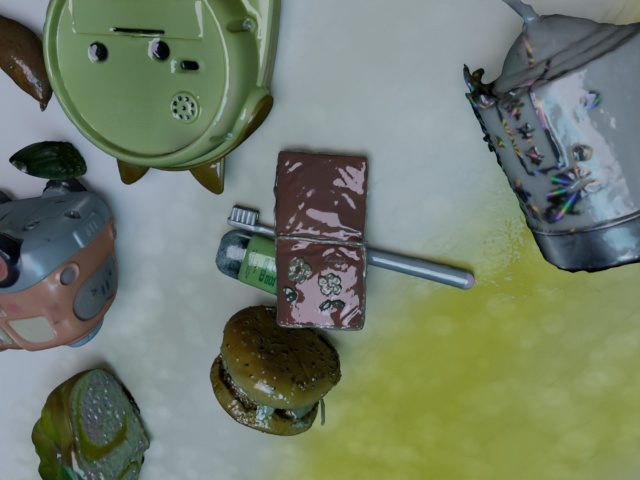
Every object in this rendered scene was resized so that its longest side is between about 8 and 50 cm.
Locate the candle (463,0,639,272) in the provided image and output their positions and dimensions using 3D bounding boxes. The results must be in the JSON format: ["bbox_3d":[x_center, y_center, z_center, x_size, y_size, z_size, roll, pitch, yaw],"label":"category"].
[{"bbox_3d":[0.256,-0.132,0.594,0.187,0.187,0.330,-25,102,21],"label":"candle"}]

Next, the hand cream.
[{"bbox_3d":[-0.057,0.040,0.810,0.175,0.046,0.095,21,109,3],"label":"hand cream"}]

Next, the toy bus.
[{"bbox_3d":[-0.420,0.055,0.829,0.287,0.194,0.232,-7,117,15],"label":"toy bus"}]

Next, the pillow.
[{"bbox_3d":[0.000,0.000,0.758,0.126,0.043,0.232,1,94,10],"label":"pillow"}]

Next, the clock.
[{"bbox_3d":[-0.195,-0.222,0.702,0.286,0.117,0.348,6,112,11],"label":"clock"}]

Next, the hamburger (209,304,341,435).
[{"bbox_3d":[-0.053,0.175,0.800,0.185,0.177,0.113,39,110,27],"label":"hamburger"}]

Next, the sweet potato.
[{"bbox_3d":[-0.410,-0.265,0.770,0.226,0.068,0.068,47,114,8],"label":"sweet potato"}]

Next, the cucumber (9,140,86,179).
[{"bbox_3d":[-0.366,-0.112,0.792,0.067,0.107,0.035,36,106,0],"label":"cucumber"}]

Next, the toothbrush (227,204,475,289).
[{"bbox_3d":[0.037,0.010,0.789,0.342,0.025,0.030,16,108,8],"label":"toothbrush"}]

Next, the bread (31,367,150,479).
[{"bbox_3d":[-0.383,0.345,0.948,0.156,0.158,0.261,-17,104,22],"label":"bread"}]
